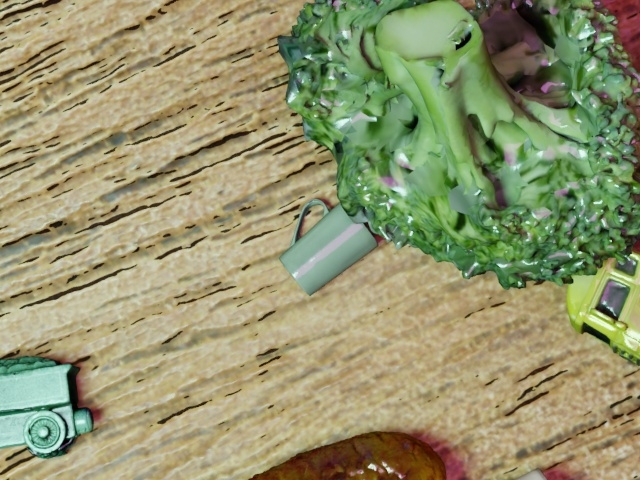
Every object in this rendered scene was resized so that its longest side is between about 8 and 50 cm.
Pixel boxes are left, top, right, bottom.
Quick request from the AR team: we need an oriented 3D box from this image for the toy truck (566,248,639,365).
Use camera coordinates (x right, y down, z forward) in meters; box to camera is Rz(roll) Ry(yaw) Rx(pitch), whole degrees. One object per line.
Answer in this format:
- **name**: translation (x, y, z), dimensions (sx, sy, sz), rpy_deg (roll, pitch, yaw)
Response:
- **toy truck**: translation (0.316, -0.021, 1.452), dimensions (0.157, 0.124, 0.272), rpy_deg (23, 86, 14)

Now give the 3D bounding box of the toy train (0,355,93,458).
- **toy train**: translation (-0.299, 0.161, 1.460), dimensions (0.172, 0.070, 0.099), rpy_deg (-8, 82, -1)

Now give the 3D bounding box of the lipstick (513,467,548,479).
- **lipstick**: translation (0.079, 0.325, 1.455), dimensions (0.327, 0.087, 0.087), rpy_deg (-28, 90, -2)

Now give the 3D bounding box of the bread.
- **bread**: translation (-0.013, 0.249, 1.436), dimensions (0.269, 0.095, 0.139), rpy_deg (-11, 44, -5)

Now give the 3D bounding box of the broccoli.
- **broccoli**: translation (0.141, -0.136, 1.377), dimensions (0.375, 0.302, 0.249), rpy_deg (33, 59, 26)

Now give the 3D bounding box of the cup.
- **cup**: translation (0.001, 0.001, 1.476), dimensions (0.083, 0.054, 0.075), rpy_deg (-39, 91, 0)
